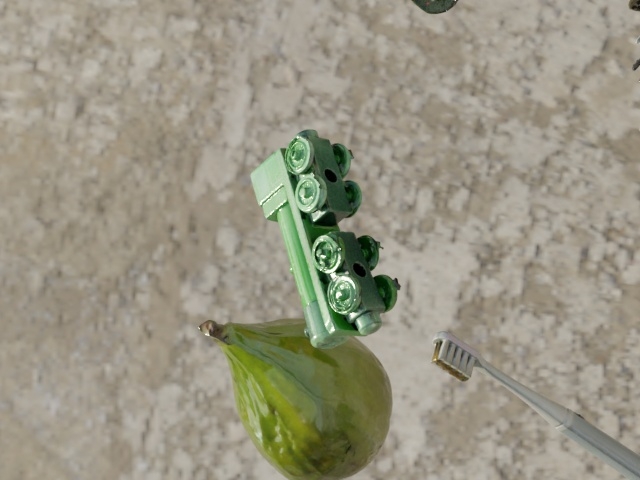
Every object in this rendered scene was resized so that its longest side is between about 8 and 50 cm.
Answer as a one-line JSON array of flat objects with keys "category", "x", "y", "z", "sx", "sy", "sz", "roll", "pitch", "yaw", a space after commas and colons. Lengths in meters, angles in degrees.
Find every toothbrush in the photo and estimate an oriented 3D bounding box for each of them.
[{"category": "toothbrush", "x": 0.234, "y": 0.174, "z": 1.271, "sx": 0.025, "sy": 0.342, "sz": 0.030, "roll": -34, "pitch": 30, "yaw": 50}]

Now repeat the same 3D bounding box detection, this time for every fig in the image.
[{"category": "fig", "x": -0.027, "y": 0.221, "z": 1.985, "sx": 0.233, "sy": 0.314, "sz": 0.233, "roll": -6, "pitch": 74, "yaw": 22}]

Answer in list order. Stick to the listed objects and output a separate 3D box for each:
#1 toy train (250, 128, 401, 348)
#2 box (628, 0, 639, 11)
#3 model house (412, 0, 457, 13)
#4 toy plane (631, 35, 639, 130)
[{"category": "toy train", "x": 0.000, "y": 0.000, "z": 1.561, "sx": 0.119, "sy": 0.085, "sz": 0.251, "roll": -38, "pitch": 58, "yaw": 39}, {"category": "box", "x": 0.469, "y": -0.382, "z": 1.631, "sx": 0.273, "sy": 0.184, "sz": 0.143, "roll": 116, "pitch": 155, "yaw": -67}, {"category": "model house", "x": 0.176, "y": -0.474, "z": 1.944, "sx": 0.207, "sy": 0.154, "sz": 0.294, "roll": 43, "pitch": 103, "yaw": 5}, {"category": "toy plane", "x": 0.452, "y": -0.197, "z": 1.802, "sx": 0.160, "sy": 0.082, "sz": 0.234, "roll": 35, "pitch": 65, "yaw": 12}]
